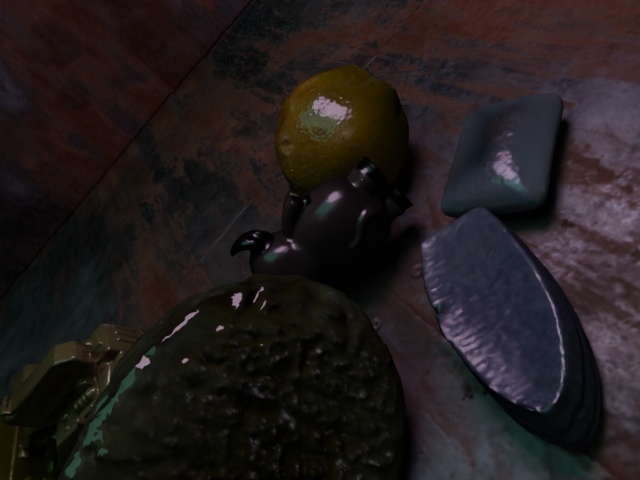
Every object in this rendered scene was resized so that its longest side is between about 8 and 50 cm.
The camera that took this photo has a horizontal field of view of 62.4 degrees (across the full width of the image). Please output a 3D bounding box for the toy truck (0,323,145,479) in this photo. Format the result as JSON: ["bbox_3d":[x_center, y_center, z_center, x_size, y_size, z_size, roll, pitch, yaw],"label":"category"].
[{"bbox_3d":[-0.402,0.302,0.857,0.405,0.254,0.181,-40,41,18],"label":"toy truck"}]

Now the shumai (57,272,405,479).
[{"bbox_3d":[-0.120,0.234,0.602,0.323,0.324,0.398,-15,42,58],"label":"shumai"}]

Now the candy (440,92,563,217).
[{"bbox_3d":[0.234,-0.111,0.687,0.138,0.071,0.174,-5,55,45],"label":"candy"}]

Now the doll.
[{"bbox_3d":[0.001,0.000,0.745,0.257,0.182,0.117,-41,23,17],"label":"doll"}]

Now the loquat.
[{"bbox_3d":[0.021,-0.143,0.831,0.246,0.213,0.213,-53,36,-5],"label":"loquat"}]

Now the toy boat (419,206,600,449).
[{"bbox_3d":[0.195,0.081,0.557,0.127,0.078,0.283,-33,38,17],"label":"toy boat"}]
